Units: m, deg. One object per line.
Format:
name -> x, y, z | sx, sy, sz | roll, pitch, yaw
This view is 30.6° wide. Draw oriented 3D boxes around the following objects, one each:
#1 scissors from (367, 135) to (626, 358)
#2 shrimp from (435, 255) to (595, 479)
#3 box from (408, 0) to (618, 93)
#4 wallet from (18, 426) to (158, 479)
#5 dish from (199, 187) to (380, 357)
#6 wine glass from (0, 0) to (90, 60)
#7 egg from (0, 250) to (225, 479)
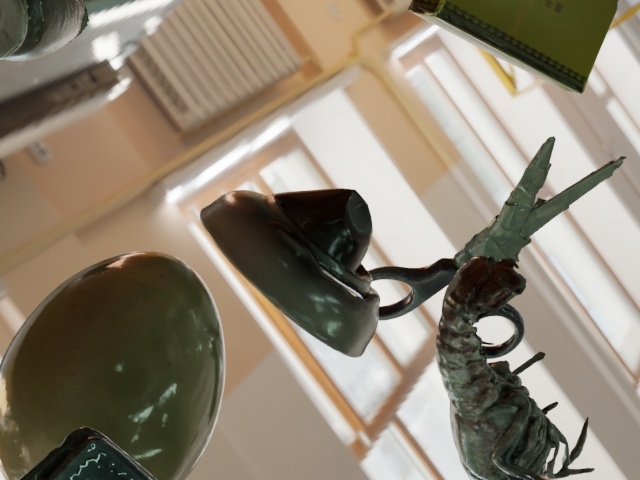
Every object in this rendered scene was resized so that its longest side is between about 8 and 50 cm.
scissors -> 0.218, 0.010, 1.425 | 0.383, 0.256, 0.029 | -52, -154, 39
shrimp -> 0.217, 0.192, 1.373 | 0.166, 0.410, 0.221 | -27, -146, 5
box -> 0.174, -0.260, 0.814 | 0.041, 0.153, 0.279 | 25, -85, 53
wallet -> -0.164, 0.258, 0.641 | 0.290, 0.251, 0.054 | -40, -137, -1
dish -> 0.000, 0.000, 0.750 | 0.078, 0.141, 0.141 | -48, -178, 9
wine glass -> -0.363, -0.275, 1.424 | 0.111, 0.111, 0.204 | -35, -174, 16
egg -> -0.177, 0.122, 1.010 | 0.188, 0.189, 0.253 | -32, -149, 51
